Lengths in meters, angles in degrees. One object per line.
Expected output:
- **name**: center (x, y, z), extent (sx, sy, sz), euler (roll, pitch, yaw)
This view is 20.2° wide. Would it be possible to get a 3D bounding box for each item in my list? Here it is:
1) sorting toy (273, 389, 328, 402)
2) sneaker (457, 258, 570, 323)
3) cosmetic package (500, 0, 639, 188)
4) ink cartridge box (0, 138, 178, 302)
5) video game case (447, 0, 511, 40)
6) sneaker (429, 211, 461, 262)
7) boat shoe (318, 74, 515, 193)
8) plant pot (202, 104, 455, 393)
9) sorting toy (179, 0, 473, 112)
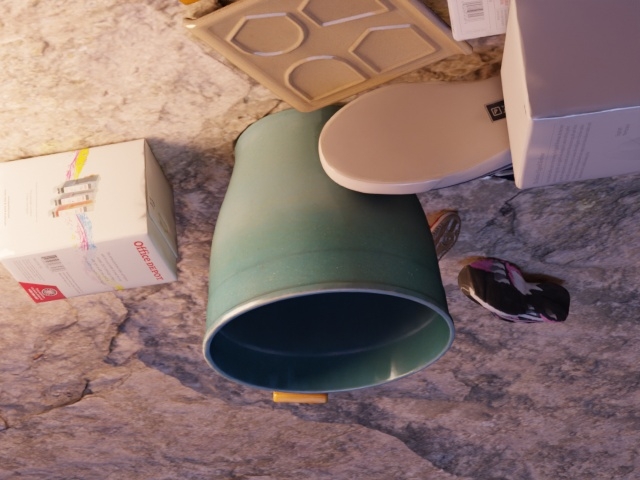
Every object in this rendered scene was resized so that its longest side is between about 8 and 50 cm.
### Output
- **sorting toy**: center (-0.015, 0.132, 2.213), extent (0.196, 0.347, 0.047), euler (6, 113, 11)
- **sneaker**: center (0.244, 0.080, 2.383), extent (0.178, 0.072, 0.077), euler (23, 153, -33)
- **cosmetic package**: center (0.295, -0.155, 1.733), extent (0.225, 0.138, 0.224), euler (-8, 165, 0)
- **ink cartridge box**: center (-0.261, -0.020, 2.041), extent (0.176, 0.127, 0.128), euler (-8, 152, 8)
- **video game case**: center (0.232, -0.276, 1.652), extent (0.244, 0.061, 0.269), euler (-7, 164, 6)
- **sneaker**: center (0.130, 0.001, 2.250), extent (0.042, 0.067, 0.118), euler (16, 117, -30)
- **boat shoe**: center (0.165, -0.100, 1.927), extent (0.341, 0.127, 0.158), euler (-12, 157, -5)
- **plant pot**: center (0.000, 0.000, 1.984), extent (0.272, 0.255, 0.271), euler (-4, 153, -2)
- **sorting toy**: center (-0.017, -0.229, 1.782), extent (0.229, 0.041, 0.307), euler (-16, 151, 29)
